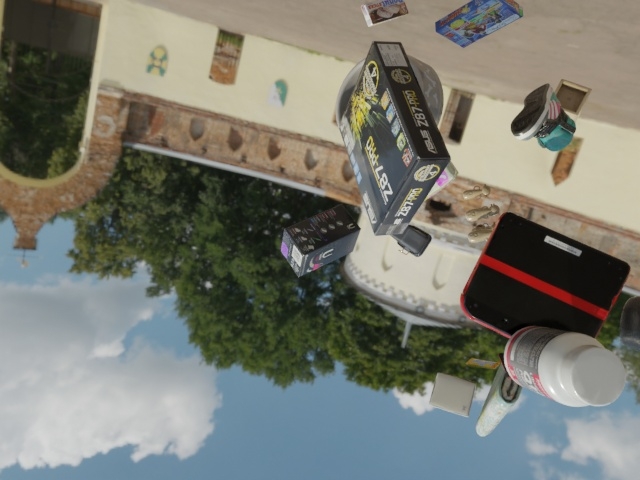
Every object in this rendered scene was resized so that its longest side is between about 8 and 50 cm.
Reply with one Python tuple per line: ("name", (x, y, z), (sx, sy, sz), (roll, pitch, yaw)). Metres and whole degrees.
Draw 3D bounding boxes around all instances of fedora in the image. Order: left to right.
("fedora", (1.221, 0.312, 2.086), (0.153, 0.333, 0.334), (11, -172, 43))

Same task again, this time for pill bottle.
("pill bottle", (0.600, 0.311, 1.382), (0.176, 0.176, 0.318), (14, 175, -3))

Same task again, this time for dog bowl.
("dog bowl", (0.197, -0.417, 1.716), (0.349, 0.348, 0.102), (25, -171, 36))

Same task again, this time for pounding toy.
("pounding toy", (0.984, -0.570, 2.328), (0.206, 0.181, 0.094), (28, 178, 21))

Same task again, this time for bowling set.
("bowling set", (0.771, -0.103, 2.586), (0.154, 0.286, 0.200), (-12, 158, 27))

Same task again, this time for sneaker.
("sneaker", (0.675, -0.335, 1.676), (0.178, 0.124, 0.295), (50, -132, -13))

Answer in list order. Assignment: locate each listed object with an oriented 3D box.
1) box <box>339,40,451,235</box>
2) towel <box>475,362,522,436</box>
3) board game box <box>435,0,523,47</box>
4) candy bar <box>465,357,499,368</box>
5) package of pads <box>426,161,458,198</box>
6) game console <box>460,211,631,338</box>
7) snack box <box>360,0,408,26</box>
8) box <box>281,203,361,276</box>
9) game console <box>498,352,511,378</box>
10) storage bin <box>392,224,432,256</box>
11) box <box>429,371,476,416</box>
("box", (0.175, -0.260, 1.441), (0.097, 0.318, 0.394), (-5, -120, -17))
("towel", (0.763, 0.586, 2.279), (0.090, 0.320, 0.374), (25, -130, 19))
("board game box", (0.448, -0.627, 1.581), (0.136, 0.035, 0.201), (10, 163, -40))
("candy bar", (0.600, 0.454, 2.056), (0.040, 0.018, 0.161), (-30, -174, -22))
("package of pads", (0.341, -0.249, 2.099), (0.229, 0.297, 0.101), (56, -154, 1))
("game console", (0.639, 0.142, 1.622), (0.387, 0.341, 0.060), (26, -177, 16))
("snack box", (0.197, -0.700, 1.691), (0.178, 0.064, 0.022), (-32, -167, -36))
("box", (0.000, 0.000, 2.170), (0.270, 0.165, 0.143), (-25, -116, -24))
("game console", (0.693, 0.427, 1.874), (0.144, 0.085, 0.124), (11, 166, -28))
("storage bin", (0.274, -0.012, 1.805), (0.091, 0.098, 0.135), (30, -175, -31))
("box", (0.503, 0.573, 2.093), (0.148, 0.121, 0.311), (14, 171, 17))
